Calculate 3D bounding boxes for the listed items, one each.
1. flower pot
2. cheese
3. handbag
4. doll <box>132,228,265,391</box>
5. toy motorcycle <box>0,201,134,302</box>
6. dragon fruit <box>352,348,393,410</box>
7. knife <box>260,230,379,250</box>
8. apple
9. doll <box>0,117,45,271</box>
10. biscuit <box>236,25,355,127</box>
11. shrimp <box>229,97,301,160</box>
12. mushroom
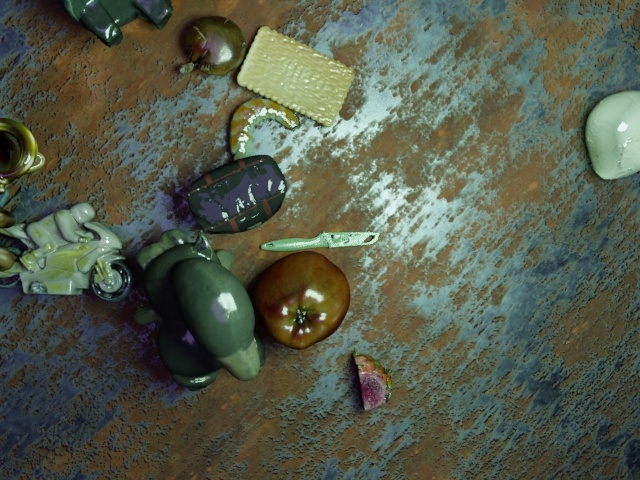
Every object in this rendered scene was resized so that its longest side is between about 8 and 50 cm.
[{"bbox_3d":[-0.419,-0.579,1.062,0.299,0.299,0.283,-40,90,0],"label":"flower pot"},{"bbox_3d":[0.730,-0.262,1.256,0.198,0.154,0.189,-30,117,-5],"label":"cheese"},{"bbox_3d":[-0.183,-0.098,1.187,0.215,0.169,0.155,-25,94,-5],"label":"handbag"},{"bbox_3d":[-0.251,0.192,1.110,0.252,0.378,0.382,-24,114,-7],"label":"doll"},{"bbox_3d":[-0.585,0.020,1.193,0.340,0.108,0.223,4,86,2],"label":"toy motorcycle"},{"bbox_3d":[0.136,0.342,1.296,0.096,0.102,0.147,-10,106,3],"label":"dragon fruit"},{"bbox_3d":[0.000,0.000,1.287,0.293,0.020,0.043,-3,94,-5],"label":"knife"},{"bbox_3d":[-0.040,0.134,1.197,0.233,0.234,0.234,0,96,-5],"label":"apple"},{"bbox_3d":[-0.738,-0.093,1.085,0.317,0.209,0.340,7,69,8],"label":"doll"},{"bbox_3d":[-0.055,-0.382,1.231,0.249,0.030,0.160,23,83,-7],"label":"biscuit"},{"bbox_3d":[-0.131,-0.251,1.243,0.166,0.049,0.161,7,94,-13],"label":"shrimp"},{"bbox_3d":[-0.251,-0.434,1.193,0.170,0.080,0.135,-42,88,-3],"label":"mushroom"}]
